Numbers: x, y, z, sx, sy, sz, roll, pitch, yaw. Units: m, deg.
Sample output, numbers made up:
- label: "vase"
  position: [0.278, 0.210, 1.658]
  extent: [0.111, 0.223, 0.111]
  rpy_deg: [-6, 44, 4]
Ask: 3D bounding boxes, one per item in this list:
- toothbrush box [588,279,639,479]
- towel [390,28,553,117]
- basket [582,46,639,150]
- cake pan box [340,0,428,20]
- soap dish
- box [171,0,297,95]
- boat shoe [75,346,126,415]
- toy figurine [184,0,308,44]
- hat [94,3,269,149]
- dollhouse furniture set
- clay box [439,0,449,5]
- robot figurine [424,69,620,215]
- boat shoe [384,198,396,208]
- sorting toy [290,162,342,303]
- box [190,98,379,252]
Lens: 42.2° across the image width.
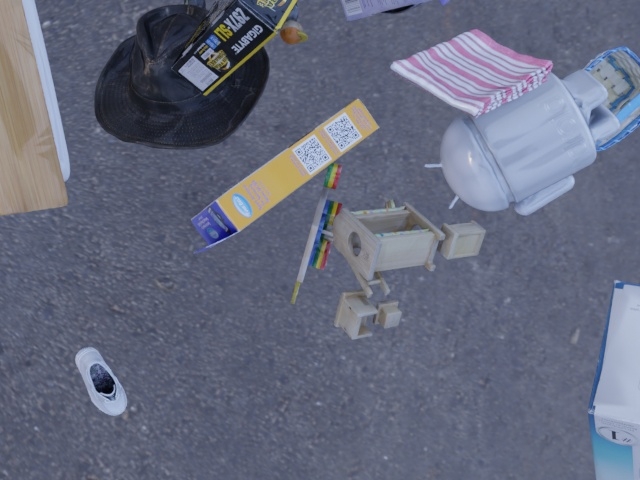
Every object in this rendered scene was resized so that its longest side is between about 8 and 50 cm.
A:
- label: "toothbrush box"
  position: [0.359, 0.173, 0.727]
  extent: [0.126, 0.216, 0.295]
  rpy_deg: [-69, 153, -25]
- label: "towel"
  position: [0.205, -0.231, 1.113]
  extent: [0.197, 0.144, 0.029]
  rpy_deg: [-30, 143, -40]
- label: "basket"
  position: [0.711, -0.346, 2.026]
  extent: [0.255, 0.289, 0.201]
  rpy_deg: [-43, 99, 14]
- label: "cake pan box"
  position: [0.118, -0.565, 1.587]
  extent: [0.070, 0.246, 0.266]
  rpy_deg: [-36, 114, -38]
- label: "soap dish"
  position: [-0.388, -0.168, 0.834]
  extent: [0.118, 0.229, 0.290]
  rpy_deg: [-51, 148, -46]
- label: "box"
  position: [-0.081, -0.401, 1.266]
  extent: [0.079, 0.257, 0.322]
  rpy_deg: [35, 63, -18]
- label: "boat shoe"
  position: [-0.427, 0.291, 1.651]
  extent: [0.066, 0.063, 0.184]
  rpy_deg: [-26, 128, -23]
- label: "toy figurine"
  position: [-0.153, -0.441, 1.669]
  extent: [0.213, 0.210, 0.148]
  rpy_deg: [14, 60, -64]
- label: "hat"
  position: [-0.243, -0.312, 1.415]
  extent: [0.331, 0.331, 0.134]
  rpy_deg: [-39, 153, -23]
- label: "dollhouse furniture set"
  position: [0.108, 0.036, 1.154]
  extent: [0.182, 0.101, 0.161]
  rpy_deg: [-6, 124, -31]
- label: "clay box"
  position: [0.336, -0.660, 1.906]
  extent: [0.127, 0.222, 0.053]
  rpy_deg: [52, 36, -8]
- label: "robot figurine"
  position: [0.378, -0.186, 1.580]
  extent: [0.353, 0.199, 0.300]
  rpy_deg: [-29, 115, 11]
- label: "boat shoe"
  position: [0.131, -0.016, 1.709]
  extent: [0.048, 0.056, 0.153]
  rpy_deg: [1, 128, -3]
- label: "sorting toy"
  position: [0.000, 0.000, 1.523]
  extent: [0.046, 0.132, 0.274]
  rpy_deg: [16, 127, 0]
- label: "box"
  position: [-0.031, -0.039, 0.553]
  extent: [0.136, 0.081, 0.028]
  rpy_deg: [-36, 95, -21]
